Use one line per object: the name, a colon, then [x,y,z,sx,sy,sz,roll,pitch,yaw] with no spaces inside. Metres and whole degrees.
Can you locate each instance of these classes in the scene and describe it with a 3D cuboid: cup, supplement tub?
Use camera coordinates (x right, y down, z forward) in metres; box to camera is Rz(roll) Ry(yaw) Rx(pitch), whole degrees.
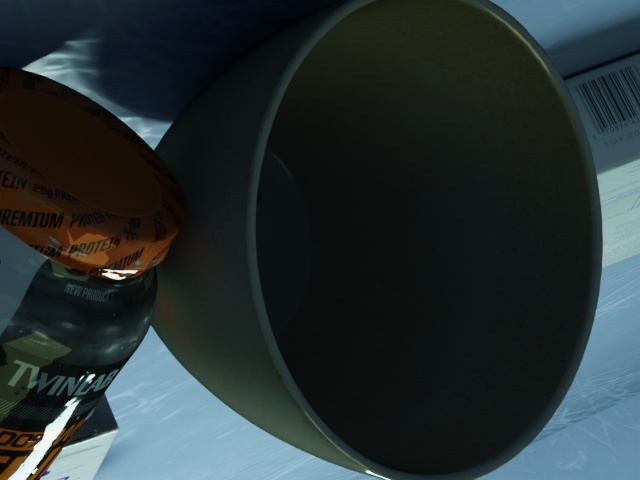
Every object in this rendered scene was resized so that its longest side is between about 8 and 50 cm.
cup: [0.000,0.000,1.381,0.331,0.331,0.237,-8,-177,-43]
supplement tub: [-0.243,0.067,1.272,0.207,0.207,0.338,0,133,-54]

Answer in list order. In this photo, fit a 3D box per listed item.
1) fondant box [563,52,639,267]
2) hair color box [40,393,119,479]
fondant box: [0.214,-0.043,1.832,0.238,0.096,0.330,-20,162,-13]
hair color box: [-0.315,0.211,1.861,0.185,0.110,0.339,-16,163,-22]
